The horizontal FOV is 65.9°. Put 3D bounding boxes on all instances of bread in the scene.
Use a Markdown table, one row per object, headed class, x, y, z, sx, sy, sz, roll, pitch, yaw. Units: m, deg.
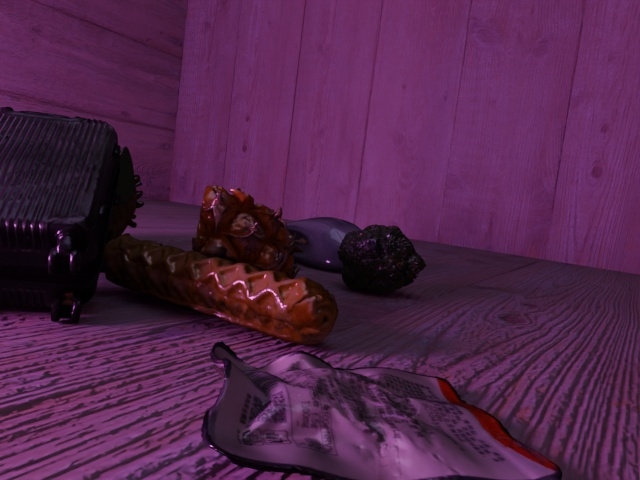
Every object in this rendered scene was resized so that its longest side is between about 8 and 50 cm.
| class | x | y | z | sx | sy | sz | roll | pitch | yaw |
| --- | --- | --- | --- | --- | --- | --- | --- | --- | --- |
| bread | -0.141 | 0.055 | 0.613 | 0.368 | 0.084 | 0.077 | 10 | 28 | 30 |

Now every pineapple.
| class | x | y | z | sx | sy | sz | roll | pitch | yaw |
| --- | --- | --- | --- | --- | --- | --- | --- | --- | --- |
| pineapple | -0.130 | 0.017 | 0.775 | 0.186 | 0.114 | 0.236 | -6 | -32 | 28 |

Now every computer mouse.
| class | x | y | z | sx | sy | sz | roll | pitch | yaw |
| --- | --- | --- | --- | --- | --- | --- | --- | --- | --- |
| computer mouse | 0.000 | 0.000 | 1.248 | 0.188 | 0.121 | 0.371 | 4 | 3 | -36 |

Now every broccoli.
| class | x | y | z | sx | sy | sz | roll | pitch | yaw |
| --- | --- | --- | --- | --- | --- | --- | --- | --- | --- |
| broccoli | 0.114 | 0.038 | 0.928 | 0.162 | 0.145 | 0.138 | -10 | -31 | 10 |

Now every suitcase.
| class | x | y | z | sx | sy | sz | roll | pitch | yaw |
| --- | --- | --- | --- | --- | --- | --- | --- | --- | --- |
| suitcase | -0.357 | -0.043 | 0.593 | 0.202 | 0.128 | 0.312 | 4 | 37 | -18 |

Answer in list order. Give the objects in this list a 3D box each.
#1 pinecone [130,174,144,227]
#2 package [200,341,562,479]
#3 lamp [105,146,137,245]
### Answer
| class | x | y | z | sx | sy | sz | roll | pitch | yaw |
| --- | --- | --- | --- | --- | --- | --- | --- | --- | --- |
| pinecone | -0.530 | -0.113 | 1.126 | 0.264 | 0.264 | 0.264 | 7 | 5 | -1 |
| package | 0.028 | 0.124 | 0.352 | 0.232 | 0.040 | 0.166 | 13 | 6 | -18 |
| lamp | -0.447 | -0.075 | 0.821 | 0.250 | 0.250 | 0.284 | 8 | 33 | 12 |
